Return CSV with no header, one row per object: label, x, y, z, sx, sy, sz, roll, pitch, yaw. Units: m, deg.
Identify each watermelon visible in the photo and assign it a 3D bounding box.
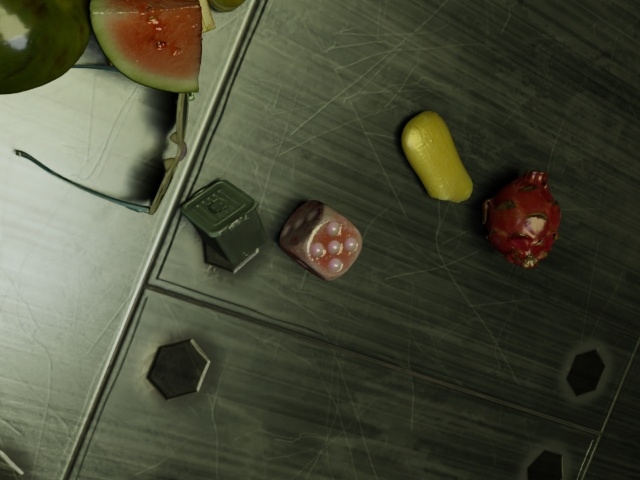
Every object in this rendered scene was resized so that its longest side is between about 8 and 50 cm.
watermelon,-0.210,-0.296,1.220,0.137,0.145,0.193,-31,143,19

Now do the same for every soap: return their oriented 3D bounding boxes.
soap,0.186,-0.128,1.548,0.089,0.033,0.168,-35,115,-15

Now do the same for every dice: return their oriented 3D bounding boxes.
dice,0.000,0.000,1.445,0.094,0.093,0.091,42,81,-29

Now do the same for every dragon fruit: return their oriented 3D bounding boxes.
dragon fruit,0.335,-0.039,1.600,0.133,0.136,0.166,12,88,12

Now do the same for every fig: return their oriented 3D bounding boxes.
fig,-0.397,-0.264,1.138,0.225,0.203,0.203,-24,117,17

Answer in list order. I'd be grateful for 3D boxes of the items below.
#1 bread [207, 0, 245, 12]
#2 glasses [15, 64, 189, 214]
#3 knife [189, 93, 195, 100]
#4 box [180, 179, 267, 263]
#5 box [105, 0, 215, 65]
bread,-0.111,-0.384,1.302,0.083,0.094,0.157,15,114,-35
glasses,-0.277,-0.138,1.266,0.220,0.088,0.189,11,100,-28
knife,-0.208,-0.289,1.315,0.030,0.014,0.207,-23,113,-21
box,-0.132,-0.025,1.359,0.084,0.122,0.069,-37,128,-15
box,-0.225,-0.300,1.283,0.155,0.023,0.087,-23,111,-16
